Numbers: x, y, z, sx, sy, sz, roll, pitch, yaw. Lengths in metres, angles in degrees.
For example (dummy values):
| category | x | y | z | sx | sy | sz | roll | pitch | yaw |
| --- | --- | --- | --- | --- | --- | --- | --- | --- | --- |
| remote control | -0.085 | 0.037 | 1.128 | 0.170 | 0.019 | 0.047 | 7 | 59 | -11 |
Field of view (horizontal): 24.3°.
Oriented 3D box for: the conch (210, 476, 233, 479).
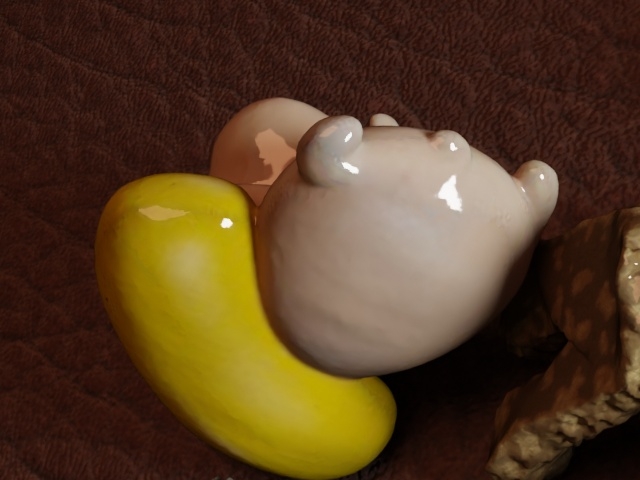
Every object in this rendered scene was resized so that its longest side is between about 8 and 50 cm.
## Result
| category | x | y | z | sx | sy | sz | roll | pitch | yaw |
| --- | --- | --- | --- | --- | --- | --- | --- | --- | --- |
| conch | -0.104 | 0.251 | 1.063 | 0.313 | 0.186 | 0.240 | -16 | 17 | 46 |

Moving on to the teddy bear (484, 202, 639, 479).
| category | x | y | z | sx | sy | sz | roll | pitch | yaw |
| --- | --- | --- | --- | --- | --- | --- | --- | --- | --- |
| teddy bear | 0.262 | 0.061 | 1.002 | 0.296 | 0.222 | 0.246 | 125 | 156 | -57 |

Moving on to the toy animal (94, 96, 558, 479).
| category | x | y | z | sx | sy | sz | roll | pitch | yaw |
| --- | --- | --- | --- | --- | --- | --- | --- | --- | --- |
| toy animal | -0.017 | -0.013 | 1.116 | 0.345 | 0.277 | 0.247 | -52 | 17 | 35 |
